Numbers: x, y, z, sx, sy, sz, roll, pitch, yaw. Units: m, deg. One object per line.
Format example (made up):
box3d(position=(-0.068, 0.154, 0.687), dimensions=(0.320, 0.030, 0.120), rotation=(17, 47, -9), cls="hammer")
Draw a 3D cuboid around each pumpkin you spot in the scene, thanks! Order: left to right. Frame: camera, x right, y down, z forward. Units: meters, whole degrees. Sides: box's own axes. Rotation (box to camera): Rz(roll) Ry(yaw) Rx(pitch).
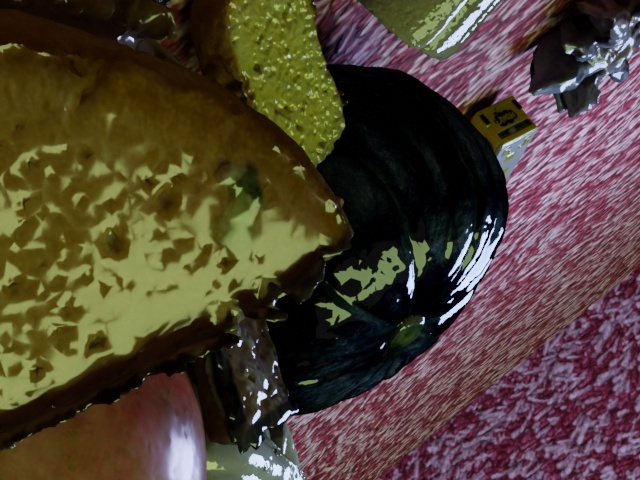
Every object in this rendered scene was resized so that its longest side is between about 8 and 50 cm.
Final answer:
box3d(position=(0.000, 0.000, 1.442), dimensions=(0.363, 0.266, 0.363), rotation=(-31, 159, -14), cls="pumpkin")

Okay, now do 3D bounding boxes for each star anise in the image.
box3d(position=(0.341, -0.242, 1.815), dimensions=(0.229, 0.093, 0.236), rotation=(-37, 164, -9), cls="star anise")

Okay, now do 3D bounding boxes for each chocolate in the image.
box3d(position=(-0.101, 0.012, 1.234), dimensions=(0.065, 0.329, 0.102), rotation=(-13, -176, 29), cls="chocolate")

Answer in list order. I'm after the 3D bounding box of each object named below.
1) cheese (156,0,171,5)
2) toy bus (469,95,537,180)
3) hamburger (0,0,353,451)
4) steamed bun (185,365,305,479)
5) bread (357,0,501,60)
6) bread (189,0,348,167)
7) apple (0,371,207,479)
box3d(position=(-0.136, -0.207, 0.999), dimensions=(0.155, 0.062, 0.244), rotation=(-45, 162, 10), cls="cheese")
box3d(position=(0.201, -0.091, 1.926), dimensions=(0.081, 0.074, 0.226), rotation=(-28, 158, -34), cls="toy bus")
box3d(position=(-0.234, -0.037, 0.893), dimensions=(0.445, 0.268, 0.287), rotation=(-23, 115, -14), cls="hamburger")
box3d(position=(-0.173, 0.215, 1.560), dimensions=(0.352, 0.339, 0.247), rotation=(19, 90, -74), cls="steamed bun")
box3d(position=(0.098, -0.242, 1.265), dimensions=(0.141, 0.134, 0.148), rotation=(-48, 173, 12), cls="bread")
box3d(position=(-0.042, -0.131, 1.228), dimensions=(0.103, 0.065, 0.187), rotation=(-42, 122, -34), cls="bread")
box3d(position=(-0.276, 0.175, 1.158), dimensions=(0.364, 0.364, 0.364), rotation=(-35, 162, -14), cls="apple")
